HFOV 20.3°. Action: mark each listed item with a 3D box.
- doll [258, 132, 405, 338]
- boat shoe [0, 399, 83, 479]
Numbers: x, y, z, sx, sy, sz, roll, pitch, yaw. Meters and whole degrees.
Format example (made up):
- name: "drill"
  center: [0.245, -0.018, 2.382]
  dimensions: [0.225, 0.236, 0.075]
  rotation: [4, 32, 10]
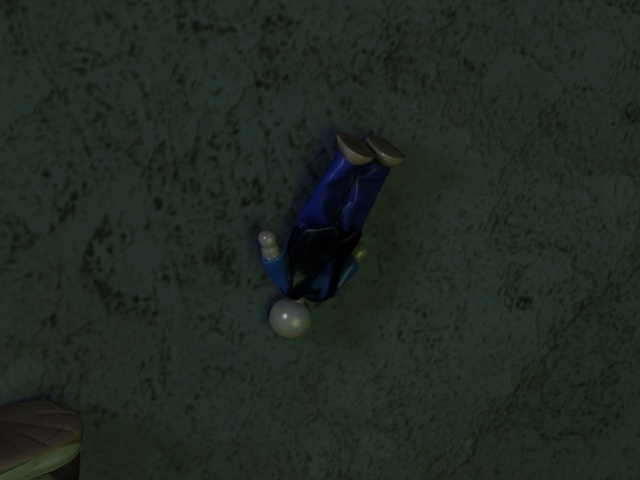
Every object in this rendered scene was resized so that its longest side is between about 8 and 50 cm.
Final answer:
- name: "doll"
  center: [0.000, 0.000, 1.514]
  dimensions: [0.129, 0.046, 0.189]
  rotation: [2, 121, -44]
- name: "boat shoe"
  center: [-0.312, 0.215, 1.394]
  dimensions: [0.285, 0.103, 0.092]
  rotation: [-22, 121, -29]
